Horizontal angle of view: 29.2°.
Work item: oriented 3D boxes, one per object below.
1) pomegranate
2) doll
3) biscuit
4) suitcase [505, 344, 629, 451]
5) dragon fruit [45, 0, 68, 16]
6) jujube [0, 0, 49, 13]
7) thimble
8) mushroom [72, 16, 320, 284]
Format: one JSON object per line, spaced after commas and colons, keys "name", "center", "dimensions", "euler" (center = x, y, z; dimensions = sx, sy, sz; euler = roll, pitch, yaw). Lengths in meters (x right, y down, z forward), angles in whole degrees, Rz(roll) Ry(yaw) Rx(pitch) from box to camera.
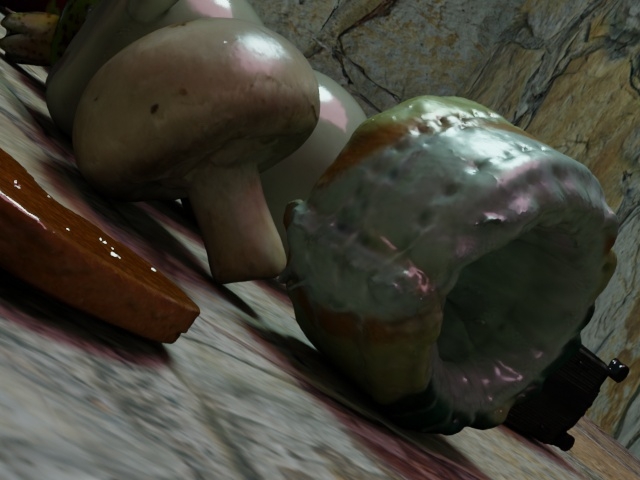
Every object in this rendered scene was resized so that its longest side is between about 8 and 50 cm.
{"name": "pomegranate", "center": [-0.247, -0.218, 1.409], "dimensions": [0.248, 0.202, 0.202], "euler": [7, 1, 6]}
{"name": "doll", "center": [-0.103, -0.129, 1.214], "dimensions": [0.226, 0.215, 0.370], "euler": [-5, -39, 40]}
{"name": "biscuit", "center": [-0.158, -0.015, 0.642], "dimensions": [0.192, 0.036, 0.186], "euler": [39, 1, 28]}
{"name": "suitcase", "center": [0.213, 0.119, 1.597], "dimensions": [0.335, 0.152, 0.229], "euler": [33, 4, -46]}
{"name": "dragon fruit", "center": [-0.280, -0.290, 1.720], "dimensions": [0.200, 0.198, 0.269], "euler": [-12, 23, -20]}
{"name": "jujube", "center": [-0.543, -0.532, 2.027], "dimensions": [0.377, 0.258, 0.258], "euler": [33, 3, 12]}
{"name": "thimble", "center": [0.103, 0.022, 1.001], "dimensions": [0.167, 0.254, 0.288], "euler": [37, 16, 36]}
{"name": "mushroom", "center": [-0.089, -0.065, 0.997], "dimensions": [0.207, 0.207, 0.215], "euler": [3, 68, -84]}
